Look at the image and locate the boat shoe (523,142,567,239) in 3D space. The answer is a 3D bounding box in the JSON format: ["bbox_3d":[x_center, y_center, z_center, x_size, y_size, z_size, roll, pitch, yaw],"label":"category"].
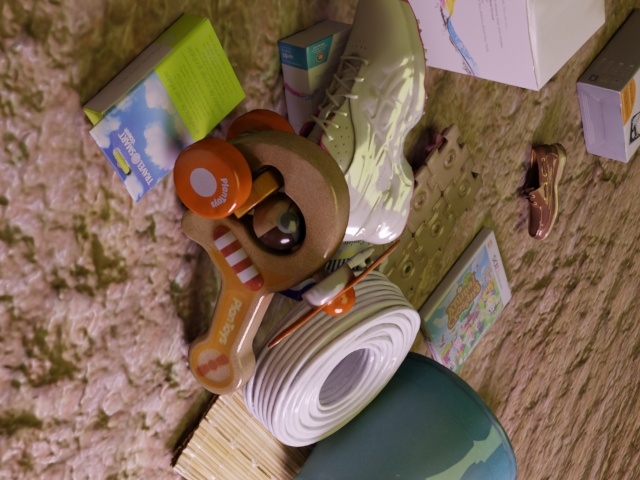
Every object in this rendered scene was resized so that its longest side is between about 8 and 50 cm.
[{"bbox_3d":[0.390,-0.087,1.640,0.060,0.064,0.178,-1,110,-17],"label":"boat shoe"}]

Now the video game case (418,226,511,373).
[{"bbox_3d":[0.256,0.113,1.600,0.212,0.023,0.193,-49,138,-22],"label":"video game case"}]

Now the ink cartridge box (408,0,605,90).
[{"bbox_3d":[0.214,-0.322,1.165,0.171,0.232,0.168,-45,137,-26],"label":"ink cartridge box"}]

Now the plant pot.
[{"bbox_3d":[0.100,0.345,1.335,0.255,0.271,0.272,-36,133,-30],"label":"plant pot"}]

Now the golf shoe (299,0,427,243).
[{"bbox_3d":[0.042,-0.142,1.066,0.140,0.115,0.306,-4,103,-31],"label":"golf shoe"}]

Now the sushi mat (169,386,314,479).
[{"bbox_3d":[-0.092,0.309,1.284,0.151,0.019,0.316,-54,141,-18],"label":"sushi mat"}]

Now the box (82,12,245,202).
[{"bbox_3d":[-0.165,-0.138,0.957,0.178,0.042,0.109,-49,138,-22],"label":"box"}]

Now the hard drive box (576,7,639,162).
[{"bbox_3d":[0.592,-0.296,1.748,0.232,0.089,0.181,-50,139,-22],"label":"hard drive box"}]

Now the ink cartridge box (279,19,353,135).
[{"bbox_3d":[0.002,-0.195,1.122,0.088,0.052,0.122,-32,129,-36],"label":"ink cartridge box"}]

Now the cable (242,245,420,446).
[{"bbox_3d":[0.018,0.157,1.208,0.257,0.089,0.257,-37,148,-17],"label":"cable"}]

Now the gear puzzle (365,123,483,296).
[{"bbox_3d":[0.121,-0.006,1.372,0.339,0.044,0.175,-54,142,-13],"label":"gear puzzle"}]

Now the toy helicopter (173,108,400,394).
[{"bbox_3d":[-0.061,0.045,1.039,0.140,0.235,0.355,-43,159,-56],"label":"toy helicopter"}]

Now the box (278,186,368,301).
[{"bbox_3d":[0.000,0.000,1.199,0.126,0.072,0.137,-5,112,-48],"label":"box"}]
